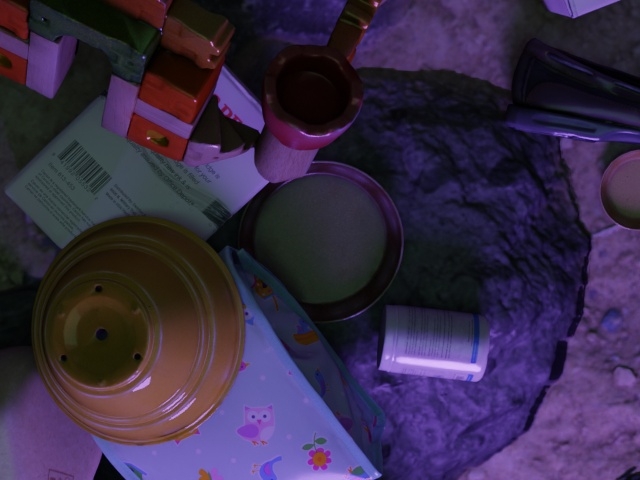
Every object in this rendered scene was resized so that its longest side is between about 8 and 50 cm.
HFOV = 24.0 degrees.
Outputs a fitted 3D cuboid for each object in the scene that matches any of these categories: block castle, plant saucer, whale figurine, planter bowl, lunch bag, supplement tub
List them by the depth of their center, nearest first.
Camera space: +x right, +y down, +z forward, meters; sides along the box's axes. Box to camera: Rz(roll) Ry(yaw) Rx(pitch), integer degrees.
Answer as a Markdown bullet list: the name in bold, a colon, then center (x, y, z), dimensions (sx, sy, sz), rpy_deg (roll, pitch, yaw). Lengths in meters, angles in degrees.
- **block castle**: center (-0.140, -0.274, 1.319), dimensions (0.453, 0.213, 0.303), rpy_deg (26, 67, -2)
- **planter bowl**: center (-0.185, 0.084, 1.380), dimensions (0.217, 0.090, 0.217), rpy_deg (0, 89, 16)
- **whale figurine**: center (-0.309, 0.241, 1.477), dimensions (0.141, 0.216, 0.272), rpy_deg (-10, 69, 27)
- **lunch bag**: center (-0.095, 0.157, 1.483), dimensions (0.223, 0.160, 0.262), rpy_deg (-34, 105, 16)
- **plant saucer**: center (0.000, 0.000, 1.535), dimensions (0.168, 0.029, 0.168), rpy_deg (0, 100, -1)
- **supplement tub**: center (0.115, 0.104, 1.537), dimensions (0.107, 0.071, 0.071), rpy_deg (8, 100, -3)
- **plant saucer**: center (0.325, -0.052, 1.541), dimensions (0.083, 0.015, 0.083), rpy_deg (0, 100, -2)

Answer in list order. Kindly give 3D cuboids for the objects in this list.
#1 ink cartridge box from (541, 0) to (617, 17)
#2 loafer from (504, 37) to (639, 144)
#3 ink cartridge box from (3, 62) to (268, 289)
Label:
- **ink cartridge box**: center (0.309, -0.291, 1.423), dimensions (0.218, 0.158, 0.092), rpy_deg (-19, 101, 2)
- **loafer**: center (0.337, -0.135, 1.484), dimensions (0.303, 0.109, 0.095), rpy_deg (7, 96, 0)
- **ink cartridge box**: center (-0.161, -0.075, 1.480), dimensions (0.237, 0.100, 0.172), rpy_deg (-43, 98, 6)
